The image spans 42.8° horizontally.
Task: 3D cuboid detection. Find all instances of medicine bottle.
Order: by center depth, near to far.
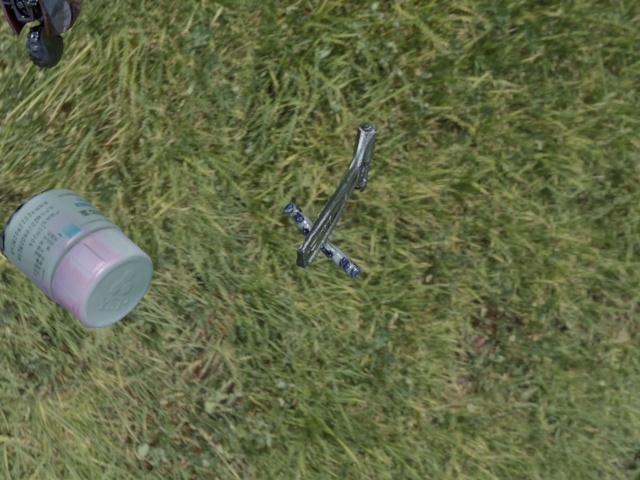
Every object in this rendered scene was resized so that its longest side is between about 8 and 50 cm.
[{"bbox_3d":[-0.325,0.024,1.098,0.168,0.135,0.135,37,71,23],"label":"medicine bottle"}]

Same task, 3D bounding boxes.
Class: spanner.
[{"bbox_3d":[0.027,-0.059,1.014,0.026,0.325,0.093,13,123,11],"label":"spanner"}]

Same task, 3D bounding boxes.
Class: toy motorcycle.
[{"bbox_3d":[-0.385,-0.346,1.112,0.082,0.213,0.122,3,47,10],"label":"toy motorcycle"}]

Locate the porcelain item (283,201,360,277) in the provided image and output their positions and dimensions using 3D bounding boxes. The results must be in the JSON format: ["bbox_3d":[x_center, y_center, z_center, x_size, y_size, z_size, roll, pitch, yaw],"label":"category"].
[{"bbox_3d":[0.000,0.000,1.097,0.136,0.075,0.021,44,93,3],"label":"porcelain item"}]
